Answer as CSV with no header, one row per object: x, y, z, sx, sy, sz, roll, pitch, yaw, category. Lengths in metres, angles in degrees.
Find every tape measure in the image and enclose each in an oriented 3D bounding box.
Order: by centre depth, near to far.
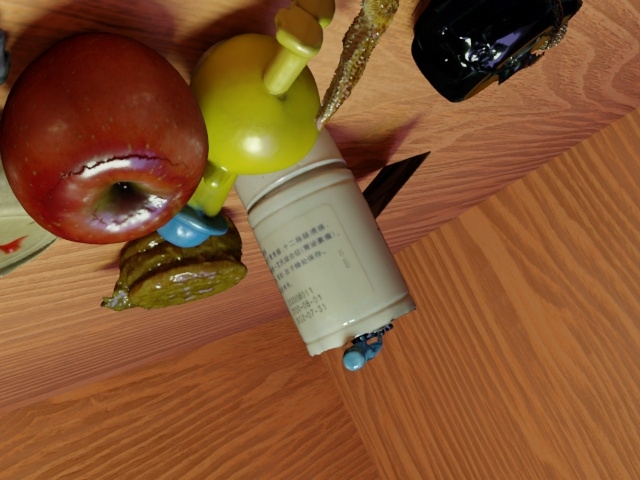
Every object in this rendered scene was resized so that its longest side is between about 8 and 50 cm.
0.215,-0.265,0.800,0.202,0.135,0.223,-37,174,6,tape measure

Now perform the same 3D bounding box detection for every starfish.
0.048,-0.214,0.605,0.227,0.043,0.241,-85,-161,-84,starfish

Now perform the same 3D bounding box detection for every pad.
0.102,-0.082,1.289,0.220,0.004,0.330,-50,-172,-5,pad

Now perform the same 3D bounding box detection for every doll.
-0.091,-0.119,0.712,0.363,0.145,0.199,-44,-161,46,doll

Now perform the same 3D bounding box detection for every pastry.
-0.257,0.040,1.195,0.235,0.132,0.240,-22,165,26,pastry

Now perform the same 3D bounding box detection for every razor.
0.073,0.173,1.035,0.081,0.042,0.253,-25,173,10,razor

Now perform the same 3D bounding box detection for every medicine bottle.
0.000,0.000,1.043,0.189,0.332,0.190,-25,174,-3,medicine bottle

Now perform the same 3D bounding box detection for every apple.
-0.189,-0.091,0.570,0.180,0.169,0.181,-20,158,-9,apple

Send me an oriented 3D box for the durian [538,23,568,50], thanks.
0.330,-0.321,0.953,0.091,0.080,0.080,-7,179,27,durian

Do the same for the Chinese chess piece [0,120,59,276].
-0.382,-0.022,0.638,0.249,0.103,0.250,-25,171,-4,Chinese chess piece

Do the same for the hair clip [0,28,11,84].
-0.319,-0.123,0.452,0.195,0.052,0.124,-7,153,-47,hair clip
